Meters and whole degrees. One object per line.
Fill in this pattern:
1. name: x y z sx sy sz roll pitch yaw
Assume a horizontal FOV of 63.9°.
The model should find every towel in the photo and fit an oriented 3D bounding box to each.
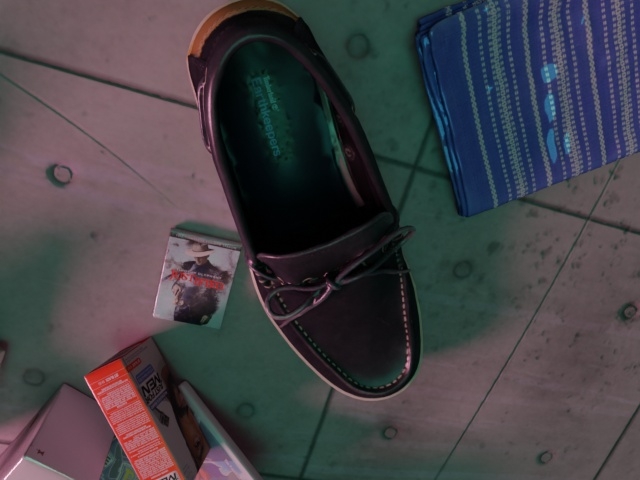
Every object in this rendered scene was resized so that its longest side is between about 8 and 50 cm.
1. towel: 0.288 -0.183 0.585 0.335 0.040 0.243 -21 114 0

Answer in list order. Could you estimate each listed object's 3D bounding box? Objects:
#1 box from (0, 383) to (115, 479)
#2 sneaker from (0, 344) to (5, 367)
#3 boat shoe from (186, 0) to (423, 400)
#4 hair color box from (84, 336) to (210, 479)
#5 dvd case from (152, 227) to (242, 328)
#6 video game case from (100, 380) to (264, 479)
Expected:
1. box: -0.348 0.293 0.636 0.091 0.130 0.170 39 102 -19
2. sneaker: -0.455 0.128 0.546 0.115 0.090 0.232 -60 153 0
3. boat shoe: 0.000 0.000 0.557 0.186 0.156 0.500 -21 115 -1
4. hair color box: -0.202 0.210 0.618 0.053 0.093 0.167 -25 94 4
5. dvd case: -0.152 0.049 0.629 0.087 0.013 0.120 14 108 -13
6. video game case: -0.188 0.321 0.687 0.183 0.023 0.201 -40 87 8
